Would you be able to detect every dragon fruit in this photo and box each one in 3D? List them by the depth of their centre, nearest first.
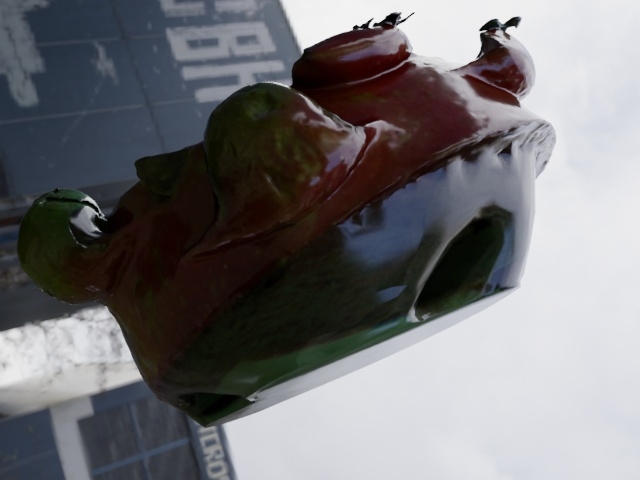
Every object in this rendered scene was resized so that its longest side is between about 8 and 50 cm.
[{"bbox_3d":[0.000,0.000,0.490,0.130,0.295,0.268,66,-22,13],"label":"dragon fruit"}]
